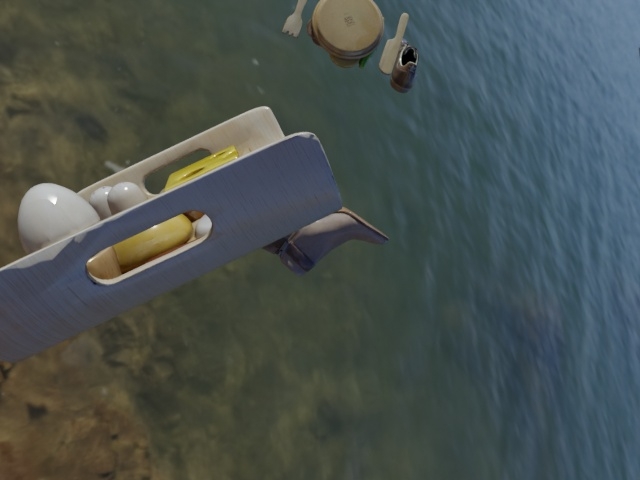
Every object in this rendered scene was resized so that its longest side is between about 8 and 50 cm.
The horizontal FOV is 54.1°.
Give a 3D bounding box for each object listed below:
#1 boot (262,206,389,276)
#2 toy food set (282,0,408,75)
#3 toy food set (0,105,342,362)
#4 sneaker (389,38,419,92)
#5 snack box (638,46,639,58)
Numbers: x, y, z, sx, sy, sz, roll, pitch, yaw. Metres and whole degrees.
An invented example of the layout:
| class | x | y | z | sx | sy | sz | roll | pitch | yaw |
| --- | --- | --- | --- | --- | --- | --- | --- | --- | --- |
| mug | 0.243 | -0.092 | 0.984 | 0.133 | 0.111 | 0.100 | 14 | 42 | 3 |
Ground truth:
| class | x | y | z | sx | sy | sz | roll | pitch | yaw |
| --- | --- | --- | --- | --- | --- | --- | --- | --- | --- |
| boot | 0.000 | 0.000 | 0.652 | 0.118 | 0.087 | 0.042 | 33 | 3 | -4 |
| toy food set | 0.043 | -0.357 | 1.056 | 0.192 | 0.038 | 0.132 | 21 | 81 | -5 |
| toy food set | -0.120 | -0.040 | 0.478 | 0.092 | 0.220 | 0.306 | 65 | -2 | -18 |
| sneaker | 0.188 | -0.395 | 1.351 | 0.066 | 0.071 | 0.188 | 17 | 46 | -16 |
| snack box | 0.583 | -0.191 | 0.778 | 0.060 | 0.322 | 0.187 | -16 | 98 | -41 |
